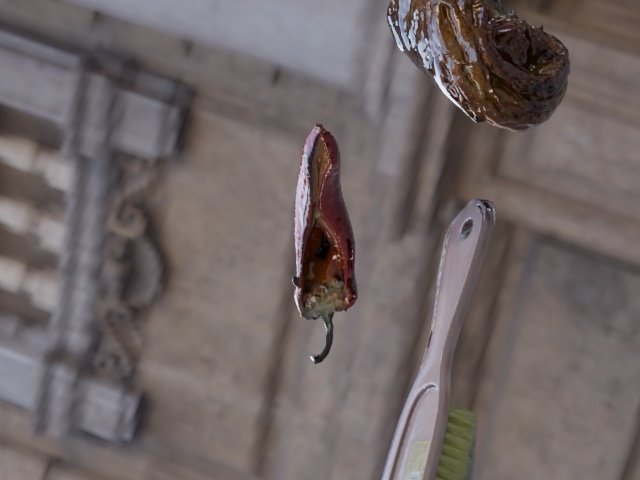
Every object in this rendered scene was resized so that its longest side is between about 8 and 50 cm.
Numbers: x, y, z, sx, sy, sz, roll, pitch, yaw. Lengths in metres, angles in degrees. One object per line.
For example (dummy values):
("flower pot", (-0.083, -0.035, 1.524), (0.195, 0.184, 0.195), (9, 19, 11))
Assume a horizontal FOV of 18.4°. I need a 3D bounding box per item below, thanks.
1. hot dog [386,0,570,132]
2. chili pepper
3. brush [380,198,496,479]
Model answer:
("hot dog", (0.136, -0.170, 1.733), (0.099, 0.160, 0.227), (-54, 26, 14))
("chili pepper", (0.000, 0.000, 1.711), (0.050, 0.059, 0.268), (-107, 10, -51))
("brush", (0.100, 0.117, 1.518), (0.072, 0.067, 0.312), (-18, 53, 57))
